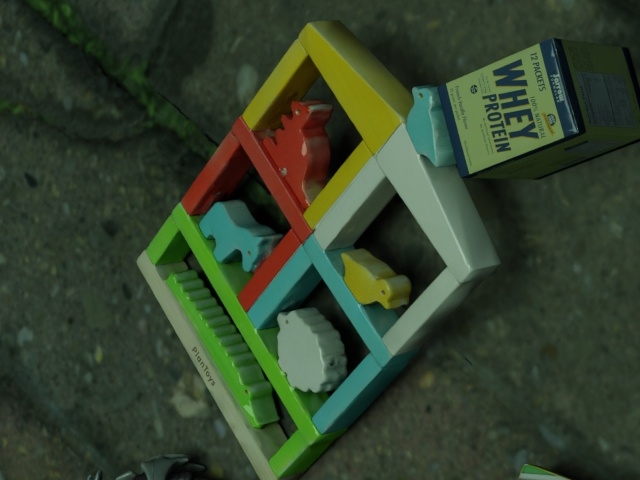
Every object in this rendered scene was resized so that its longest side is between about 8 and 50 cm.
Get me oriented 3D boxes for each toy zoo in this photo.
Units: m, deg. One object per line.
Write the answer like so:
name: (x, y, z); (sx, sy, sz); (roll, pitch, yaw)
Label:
toy zoo: (0.000, 0.000, 1.193); (0.192, 0.030, 0.293); (58, 133, 22)

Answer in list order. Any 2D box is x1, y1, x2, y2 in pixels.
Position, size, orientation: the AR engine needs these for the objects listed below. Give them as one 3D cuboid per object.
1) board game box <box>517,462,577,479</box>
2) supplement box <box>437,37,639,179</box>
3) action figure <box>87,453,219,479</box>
board game box: (0.127, 0.268, 1.081); (0.124, 0.039, 0.259); (18, 88, 33)
supplement box: (0.128, -0.073, 1.089); (0.083, 0.083, 0.056); (-22, 77, 36)
action figure: (-0.080, 0.238, 1.256); (0.285, 0.099, 0.185); (-6, 94, 49)
